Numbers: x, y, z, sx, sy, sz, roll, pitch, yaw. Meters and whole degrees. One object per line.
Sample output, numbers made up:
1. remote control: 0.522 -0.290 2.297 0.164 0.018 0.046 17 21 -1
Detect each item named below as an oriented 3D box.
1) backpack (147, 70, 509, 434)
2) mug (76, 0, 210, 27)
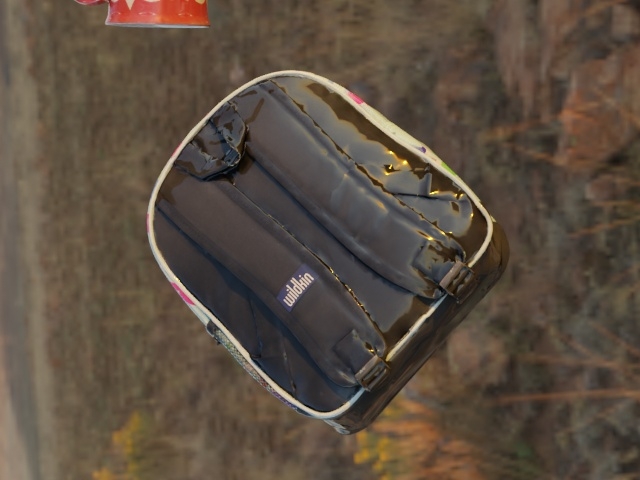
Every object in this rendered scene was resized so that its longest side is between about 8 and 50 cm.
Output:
1. backpack: 0.000 0.000 1.085 0.253 0.225 0.191 41 -179 15
2. mug: -0.190 -0.314 1.458 0.113 0.150 0.169 -161 72 -66
